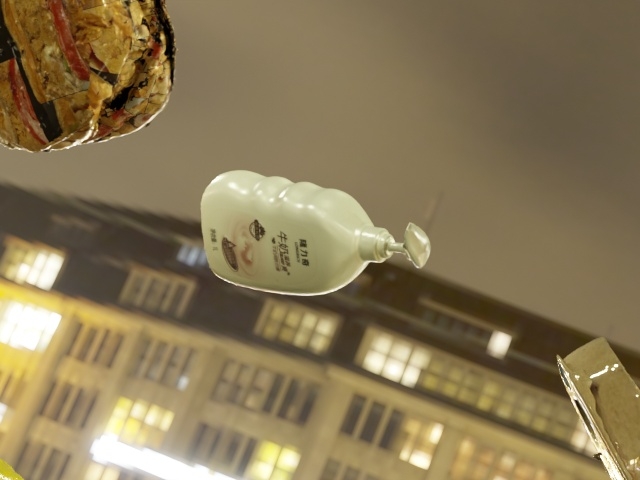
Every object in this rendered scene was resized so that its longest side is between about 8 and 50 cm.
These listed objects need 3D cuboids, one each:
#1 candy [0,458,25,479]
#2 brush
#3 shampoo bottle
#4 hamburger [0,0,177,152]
[{"bbox_3d":[-0.264,0.210,1.321,0.106,0.094,0.199,14,-23,-1],"label":"candy"},{"bbox_3d":[0.133,0.175,0.484,0.327,0.065,0.070,65,9,27],"label":"brush"},{"bbox_3d":[0.000,0.000,1.073,0.152,0.045,0.077,8,-66,29],"label":"shampoo bottle"},{"bbox_3d":[-0.232,-0.188,1.531,0.231,0.231,0.107,10,22,38],"label":"hamburger"}]
